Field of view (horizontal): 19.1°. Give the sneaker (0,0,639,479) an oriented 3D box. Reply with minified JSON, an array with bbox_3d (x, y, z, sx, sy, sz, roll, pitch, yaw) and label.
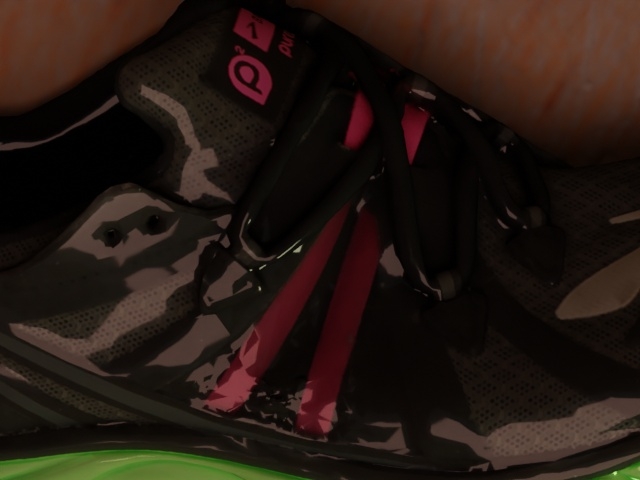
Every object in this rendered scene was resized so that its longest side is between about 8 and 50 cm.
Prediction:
[{"bbox_3d":[0.000,0.000,0.778,0.483,0.185,0.202,-4,119,0],"label":"sneaker"}]
